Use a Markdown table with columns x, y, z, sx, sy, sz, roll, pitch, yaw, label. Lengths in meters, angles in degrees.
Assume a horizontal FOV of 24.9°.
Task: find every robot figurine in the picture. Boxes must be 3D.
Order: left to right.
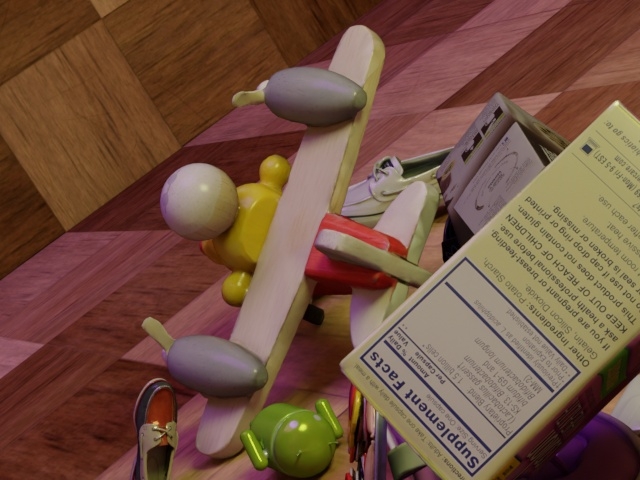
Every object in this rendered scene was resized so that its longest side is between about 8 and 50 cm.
| x | y | z | sx | sy | sz | roll | pitch | yaw | label |
| --- | --- | --- | --- | --- | --- | --- | --- | --- | --- |
| -0.028 | 0.198 | 1.432 | 0.101 | 0.067 | 0.115 | -17 | 9 | -25 | robot figurine |

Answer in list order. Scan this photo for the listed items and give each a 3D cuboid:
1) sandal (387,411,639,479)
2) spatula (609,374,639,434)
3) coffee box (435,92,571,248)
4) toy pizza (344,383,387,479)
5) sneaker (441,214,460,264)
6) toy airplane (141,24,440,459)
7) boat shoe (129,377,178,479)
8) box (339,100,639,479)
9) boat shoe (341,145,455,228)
| x | y | z | sx | sy | sz | roll | pitch | yaw | label |
| --- | --- | --- | --- | --- | --- | --- | --- | --- | --- |
| 0.122 | 0.158 | 1.197 | 0.169 | 0.102 | 0.416 | -40 | 16 | -9 | sandal |
| 0.263 | 0.162 | 1.104 | 0.168 | 0.019 | 0.242 | -14 | 23 | 44 | spatula |
| 0.221 | -0.022 | 1.401 | 0.119 | 0.168 | 0.297 | -54 | 11 | 14 | coffee box |
| 0.035 | 0.181 | 1.162 | 0.032 | 0.201 | 0.201 | 1 | 20 | 1 | toy pizza |
| 0.189 | -0.016 | 1.624 | 0.081 | 0.090 | 0.232 | -24 | 18 | 24 | sneaker |
| -0.044 | -0.003 | 1.597 | 0.384 | 0.272 | 0.386 | -52 | 24 | 37 | toy airplane |
| -0.176 | 0.217 | 1.559 | 0.049 | 0.137 | 0.043 | 5 | 10 | -29 | boat shoe |
| 0.155 | 0.056 | 0.973 | 0.243 | 0.117 | 0.213 | -43 | -17 | -1 | box |
| 0.096 | -0.076 | 1.874 | 0.226 | 0.075 | 0.083 | -15 | 31 | -7 | boat shoe |
